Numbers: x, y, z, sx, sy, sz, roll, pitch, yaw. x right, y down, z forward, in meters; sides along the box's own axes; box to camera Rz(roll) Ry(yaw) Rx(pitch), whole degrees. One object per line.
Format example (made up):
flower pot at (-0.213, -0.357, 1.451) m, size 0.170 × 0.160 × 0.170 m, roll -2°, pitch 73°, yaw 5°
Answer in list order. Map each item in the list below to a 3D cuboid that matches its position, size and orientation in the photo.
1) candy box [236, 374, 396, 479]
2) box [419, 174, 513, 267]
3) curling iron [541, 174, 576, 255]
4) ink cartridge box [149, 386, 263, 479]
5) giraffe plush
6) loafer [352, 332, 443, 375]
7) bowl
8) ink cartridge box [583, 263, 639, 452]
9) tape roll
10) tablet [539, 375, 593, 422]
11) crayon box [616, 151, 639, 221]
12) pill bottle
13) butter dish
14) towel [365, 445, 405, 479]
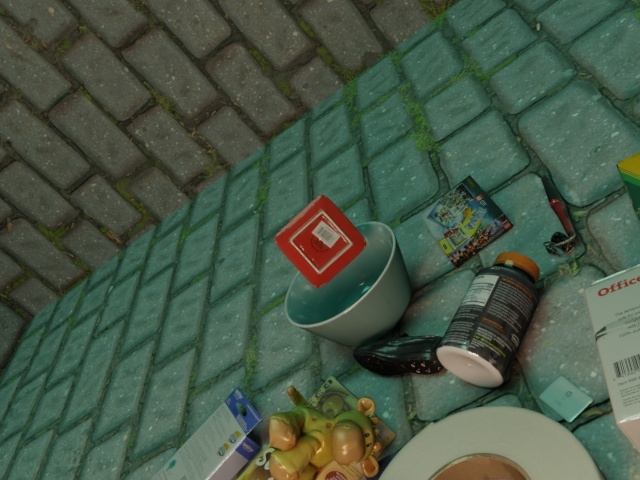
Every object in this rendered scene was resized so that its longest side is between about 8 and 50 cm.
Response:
candy box at (-0.022, 0.438, 1.370) m, size 0.316 × 0.087 × 0.183 m, roll -46°, pitch 28°, yaw -9°
box at (0.339, -0.050, 1.654) m, size 0.159 × 0.044 × 0.233 m, roll -37°, pitch 26°, yaw 11°
curling iron at (0.491, -0.064, 1.473) m, size 0.068 × 0.035 × 0.274 m, roll -28°, pitch 30°, yaw 27°
ink cartridge box at (-0.256, 0.504, 1.627) m, size 0.311 × 0.065 × 0.186 m, roll -48°, pitch 26°, yaw -7°
giraffe plush at (0.017, 0.357, 1.232) m, size 0.171 × 0.181 × 0.210 m, roll -2°, pitch 22°, yaw 13°
loafer at (0.167, 0.232, 1.443) m, size 0.223 × 0.076 × 0.078 m, roll -9°, pitch 36°, yaw 42°
bowl at (0.087, 0.123, 1.611) m, size 0.312 × 0.163 × 0.311 m, roll -33°, pitch 27°, yaw 19°
ink cartridge box at (0.519, 0.155, 1.015) m, size 0.197 × 0.114 × 0.272 m, roll -27°, pitch 31°, yaw 28°
tape roll at (0.236, 0.422, 1.026) m, size 0.392 × 0.072 × 0.392 m, roll -28°, pitch 31°, yaw 19°
tablet at (0.402, 0.259, 1.145) m, size 0.054 × 0.006 × 0.083 m, roll -43°, pitch 26°, yaw -2°
crayon box at (0.693, -0.131, 1.243) m, size 0.278 × 0.081 × 0.165 m, roll -29°, pitch 30°, yaw 27°
pill bottle at (0.323, 0.138, 1.297) m, size 0.130 × 0.130 × 0.245 m, roll -4°, pitch 45°, yaw 52°
butter dish at (0.000, 0.000, 1.600) m, size 0.160 × 0.160 × 0.118 m, roll -42°, pitch 3°, yaw 2°
towel at (0.139, 0.406, 1.241) m, size 0.119 × 0.029 × 0.067 m, roll -29°, pitch 21°, yaw 0°
